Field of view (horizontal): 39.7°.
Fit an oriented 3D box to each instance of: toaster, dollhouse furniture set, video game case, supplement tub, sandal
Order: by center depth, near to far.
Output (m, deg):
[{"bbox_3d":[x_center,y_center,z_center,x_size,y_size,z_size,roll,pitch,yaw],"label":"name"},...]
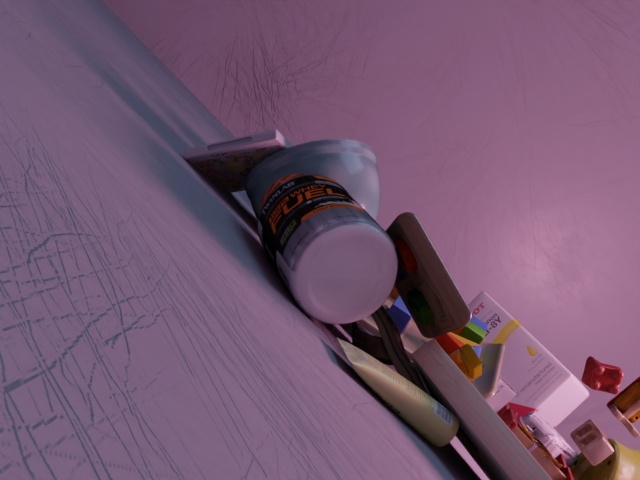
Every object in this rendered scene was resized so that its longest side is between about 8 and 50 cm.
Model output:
[{"bbox_3d":[0.000,0.000,1.585,0.193,0.193,0.316,44,3,-29],"label":"supplement tub"},{"bbox_3d":[0.106,0.192,1.604,0.302,0.086,0.120,64,6,24],"label":"sandal"},{"bbox_3d":[-0.144,-0.163,1.874,0.227,0.206,0.026,37,46,-65],"label":"video game case"},{"bbox_3d":[0.534,0.390,1.934,0.201,0.374,0.152,47,8,-4],"label":"dollhouse furniture set"},{"bbox_3d":[0.520,0.515,2.134,0.227,0.146,0.129,43,6,-41],"label":"toaster"}]

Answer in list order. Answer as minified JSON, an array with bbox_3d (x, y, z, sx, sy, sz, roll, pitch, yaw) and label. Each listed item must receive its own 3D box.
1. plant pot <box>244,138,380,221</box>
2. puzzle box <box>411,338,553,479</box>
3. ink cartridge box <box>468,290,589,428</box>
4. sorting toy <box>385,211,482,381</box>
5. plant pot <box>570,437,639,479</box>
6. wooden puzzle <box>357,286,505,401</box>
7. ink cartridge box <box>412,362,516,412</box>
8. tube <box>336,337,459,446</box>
[{"bbox_3d":[0.001,-0.058,1.881,0.293,0.293,0.196,38,36,-65],"label":"plant pot"},{"bbox_3d":[0.309,0.374,1.489,0.409,0.052,0.272,51,-6,37],"label":"puzzle box"},{"bbox_3d":[0.497,0.370,2.461,0.160,0.279,0.384,41,6,-46],"label":"ink cartridge box"},{"bbox_3d":[0.189,0.112,1.536,0.307,0.041,0.229,61,-14,7],"label":"sorting toy"},{"bbox_3d":[0.758,0.657,2.083,0.353,0.366,0.366,33,4,-2],"label":"plant pot"},{"bbox_3d":[0.225,0.173,1.845,0.348,0.080,0.322,30,19,7],"label":"wooden puzzle"},{"bbox_3d":[0.313,0.314,1.985,0.087,0.153,0.208,43,6,-39],"label":"ink cartridge box"},{"bbox_3d":[0.119,0.240,1.411,0.240,0.062,0.070,41,-36,-20],"label":"tube"}]
